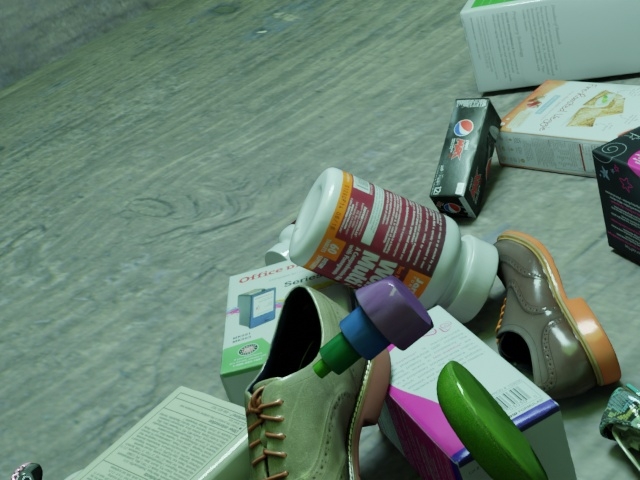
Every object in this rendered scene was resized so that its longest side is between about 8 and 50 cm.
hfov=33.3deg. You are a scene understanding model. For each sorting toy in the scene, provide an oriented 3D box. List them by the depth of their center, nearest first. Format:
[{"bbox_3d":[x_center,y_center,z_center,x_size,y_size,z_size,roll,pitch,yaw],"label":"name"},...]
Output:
[{"bbox_3d":[0.117,0.202,0.872,0.126,0.365,0.127,-40,-14,10],"label":"sorting toy"}]

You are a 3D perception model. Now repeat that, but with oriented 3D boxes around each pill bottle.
[{"bbox_3d":[0.085,0.010,1.236,0.221,0.121,0.121,23,28,-11],"label":"pill bottle"},{"bbox_3d":[0.000,0.000,1.449,0.086,0.086,0.152,14,43,45],"label":"pill bottle"}]

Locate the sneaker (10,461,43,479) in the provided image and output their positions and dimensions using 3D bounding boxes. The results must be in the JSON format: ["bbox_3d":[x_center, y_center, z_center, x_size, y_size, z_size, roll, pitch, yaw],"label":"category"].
[{"bbox_3d":[-0.318,0.294,1.177,0.057,0.047,0.119,-6,38,9],"label":"sneaker"}]

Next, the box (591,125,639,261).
[{"bbox_3d":[0.452,-0.040,1.197,0.163,0.142,0.247,-26,31,-16],"label":"box"}]

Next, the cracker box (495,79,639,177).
[{"bbox_3d":[0.383,-0.160,1.521,0.232,0.067,0.156,13,42,43],"label":"cracker box"}]

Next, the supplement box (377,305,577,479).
[{"bbox_3d":[0.135,0.172,1.047,0.111,0.114,0.220,-27,31,-12],"label":"supplement box"}]

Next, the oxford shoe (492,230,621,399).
[{"bbox_3d":[0.227,0.075,1.181,0.098,0.097,0.271,-25,29,1],"label":"oxford shoe"}]

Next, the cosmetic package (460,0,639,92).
[{"bbox_3d":[0.438,-0.365,1.755,0.366,0.155,0.197,-6,29,24],"label":"cosmetic package"}]

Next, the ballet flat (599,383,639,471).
[{"bbox_3d":[0.324,0.197,0.960,0.070,0.070,0.188,-28,28,-17],"label":"ballet flat"}]

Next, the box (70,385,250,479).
[{"bbox_3d":[-0.178,0.290,1.015,0.148,0.121,0.311,13,42,44],"label":"box"}]

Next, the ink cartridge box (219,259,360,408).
[{"bbox_3d":[-0.030,0.111,1.270,0.154,0.093,0.212,-15,27,8],"label":"ink cartridge box"}]

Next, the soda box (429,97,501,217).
[{"bbox_3d":[0.204,-0.116,1.495,0.053,0.060,0.169,1,60,32],"label":"soda box"}]

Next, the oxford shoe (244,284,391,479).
[{"bbox_3d":[-0.034,0.192,0.950,0.123,0.130,0.348,-22,35,30],"label":"oxford shoe"}]

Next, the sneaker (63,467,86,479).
[{"bbox_3d":[-0.230,0.273,1.147,0.134,0.051,0.070,-27,24,-23],"label":"sneaker"}]
